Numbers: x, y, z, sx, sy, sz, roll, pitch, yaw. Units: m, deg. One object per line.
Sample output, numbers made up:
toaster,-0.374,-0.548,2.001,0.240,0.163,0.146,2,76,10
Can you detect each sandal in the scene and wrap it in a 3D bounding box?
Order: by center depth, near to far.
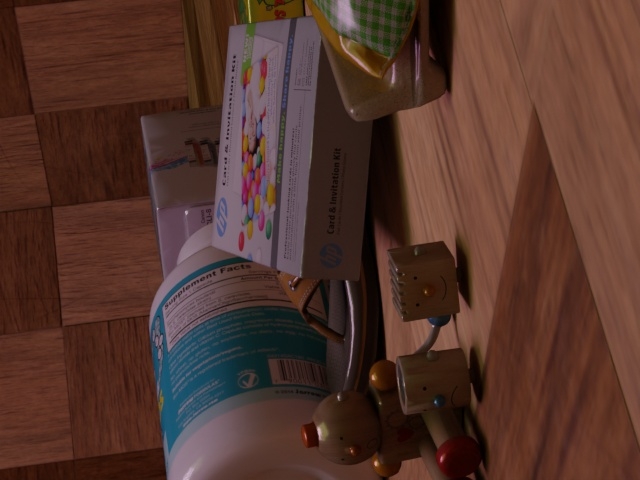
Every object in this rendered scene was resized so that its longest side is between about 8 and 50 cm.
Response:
sandal,0.000,0.000,1.056,0.090,0.060,0.219,-110,15,-65

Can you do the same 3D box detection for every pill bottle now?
pill bottle,-0.047,0.098,1.206,0.264,0.146,0.146,-104,9,-51

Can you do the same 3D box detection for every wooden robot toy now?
wooden robot toy,0.031,0.086,0.788,0.076,0.079,0.173,-106,10,-55

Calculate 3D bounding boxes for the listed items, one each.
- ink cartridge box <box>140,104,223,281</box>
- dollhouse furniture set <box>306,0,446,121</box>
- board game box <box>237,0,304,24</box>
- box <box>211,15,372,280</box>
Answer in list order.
ink cartridge box,-0.104,-0.036,1.658,0.176,0.127,0.128,-105,10,-53
dollhouse furniture set,-0.043,-0.203,0.796,0.301,0.151,0.198,-106,11,-54
board game box,-0.038,-0.163,1.301,0.092,0.043,0.181,-110,14,-65
box,-0.018,-0.058,0.985,0.186,0.038,0.145,-162,76,-71
